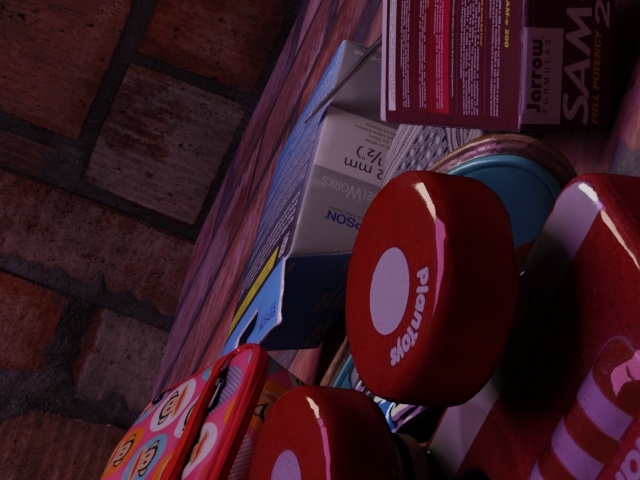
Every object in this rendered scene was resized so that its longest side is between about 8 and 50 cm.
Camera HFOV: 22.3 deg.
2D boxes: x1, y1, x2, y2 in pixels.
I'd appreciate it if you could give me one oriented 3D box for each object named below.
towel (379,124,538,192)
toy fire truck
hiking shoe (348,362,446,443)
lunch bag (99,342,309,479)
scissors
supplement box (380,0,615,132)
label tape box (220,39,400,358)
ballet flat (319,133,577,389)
[{"bbox_3d":[0.114,-0.093,1.409,0.312,0.056,0.324,-80,14,-51],"label":"towel"},{"bbox_3d":[0.098,0.128,0.694,0.254,0.169,0.302,-111,38,-50],"label":"toy fire truck"},{"bbox_3d":[0.033,0.208,0.978,0.132,0.113,0.304,174,108,-73],"label":"hiking shoe"},{"bbox_3d":[-0.109,0.240,1.469,0.258,0.120,0.293,-31,27,41],"label":"lunch bag"},{"bbox_3d":[0.089,-0.233,1.668,0.297,0.021,0.109,-46,13,12],"label":"scissors"},{"bbox_3d":[0.119,-0.144,1.154,0.239,0.073,0.130,-162,72,-70],"label":"supplement box"},{"bbox_3d":[0.000,0.000,1.728,0.249,0.115,0.347,124,162,-57],"label":"label tape box"},{"bbox_3d":[0.095,0.029,1.141,0.124,0.116,0.342,-50,-12,-47],"label":"ballet flat"}]
